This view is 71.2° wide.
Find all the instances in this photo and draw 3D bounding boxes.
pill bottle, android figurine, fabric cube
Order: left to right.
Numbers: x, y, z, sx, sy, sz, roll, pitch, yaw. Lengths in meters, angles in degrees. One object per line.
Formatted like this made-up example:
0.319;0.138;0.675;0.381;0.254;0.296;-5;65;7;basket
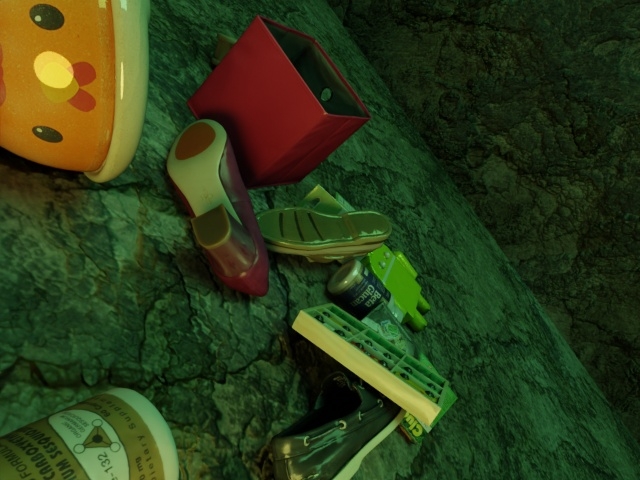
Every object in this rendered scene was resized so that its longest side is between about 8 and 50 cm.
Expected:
-0.243;0.223;0.359;0.131;0.131;0.229;59;30;11;pill bottle
-0.087;-0.298;1.027;0.254;0.258;0.259;55;29;6;fabric cube
0.104;0.129;0.995;0.169;0.094;0.094;44;30;-14;pill bottle
0.194;0.109;1.192;0.272;0.056;0.248;52;29;-5;android figurine

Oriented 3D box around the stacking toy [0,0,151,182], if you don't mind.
-0.458;-0.222;0.461;0.480;0.350;0.350;-11;65;-37;stacking toy

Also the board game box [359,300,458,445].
0.157;0.267;0.915;0.136;0.030;0.259;-37;90;-26;board game box

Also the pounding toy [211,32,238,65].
-0.214;-0.462;1.221;0.154;0.154;0.269;21;22;2;pounding toy

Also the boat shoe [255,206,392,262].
0.000;0.000;0.946;0.303;0.103;0.113;1;51;-20;boat shoe

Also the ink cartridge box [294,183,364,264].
0.033;-0.038;1.057;0.209;0.109;0.062;41;21;-18;ink cartridge box

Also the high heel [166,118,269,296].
-0.185;-0.069;0.835;0.181;0.127;0.377;64;7;-50;high heel

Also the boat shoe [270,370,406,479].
0.035;0.270;0.712;0.340;0.127;0.113;-21;87;-50;boat shoe

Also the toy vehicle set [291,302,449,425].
0.093;0.202;0.784;0.267;0.035;0.166;32;8;18;toy vehicle set
